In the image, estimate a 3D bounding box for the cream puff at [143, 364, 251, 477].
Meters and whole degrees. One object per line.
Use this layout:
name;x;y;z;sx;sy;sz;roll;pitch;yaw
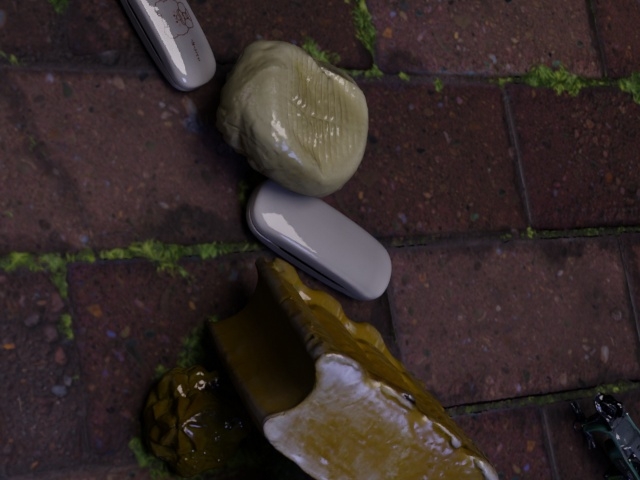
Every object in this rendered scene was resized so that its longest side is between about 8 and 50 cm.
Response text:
cream puff;-0.142;0.213;1.775;0.146;0.116;0.146;10;70;-31

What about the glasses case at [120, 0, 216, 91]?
glasses case;-0.204;-0.286;1.913;0.074;0.049;0.193;-33;96;-38

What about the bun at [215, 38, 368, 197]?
bun;-0.046;-0.159;1.935;0.229;0.145;0.229;23;60;-46

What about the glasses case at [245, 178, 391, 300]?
glasses case;0.000;0.000;1.976;0.233;0.059;0.092;31;57;-25

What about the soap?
soap;0.032;0.191;1.769;0.293;0.335;0.156;41;92;-24

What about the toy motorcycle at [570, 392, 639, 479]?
toy motorcycle;0.442;0.301;2.196;0.058;0.100;0.173;-43;106;-38
